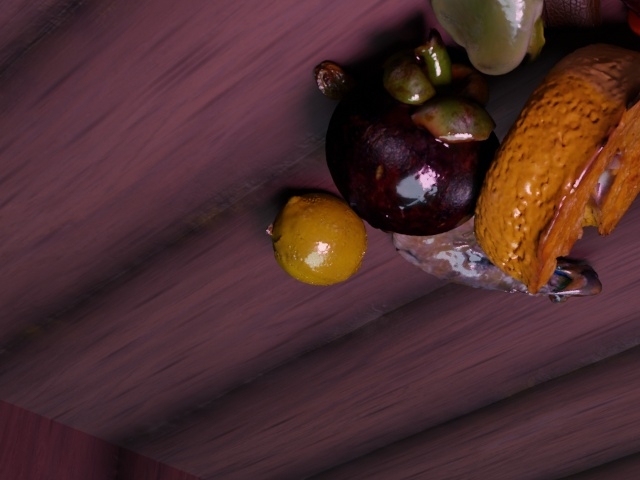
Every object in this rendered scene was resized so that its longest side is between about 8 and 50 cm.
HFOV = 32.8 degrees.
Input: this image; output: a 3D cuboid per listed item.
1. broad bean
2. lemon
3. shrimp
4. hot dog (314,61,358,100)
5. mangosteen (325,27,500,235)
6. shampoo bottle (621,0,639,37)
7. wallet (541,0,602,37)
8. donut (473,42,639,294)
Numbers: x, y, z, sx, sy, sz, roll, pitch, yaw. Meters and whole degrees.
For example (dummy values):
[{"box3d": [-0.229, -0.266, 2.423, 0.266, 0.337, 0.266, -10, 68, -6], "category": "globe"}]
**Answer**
[{"box3d": [0.252, -0.346, 1.613, 0.228, 0.100, 0.169, 41, 141, -24], "category": "broad bean"}, {"box3d": [0.000, 0.000, 2.051, 0.206, 0.173, 0.173, 30, 135, -30], "category": "lemon"}, {"box3d": [0.352, 0.018, 2.141, 0.446, 0.110, 0.221, 19, 132, -17], "category": "shrimp"}, {"box3d": [0.028, -0.262, 1.807, 0.058, 0.035, 0.083, -23, 137, 35], "category": "hot dog"}, {"box3d": [0.151, -0.155, 1.750, 0.311, 0.311, 0.311, 1, 144, 1], "category": "mangosteen"}, {"box3d": [0.539, -0.329, 1.642, 0.278, 0.104, 0.104, 28, 136, -32], "category": "shampoo bottle"}, {"box3d": [0.343, -0.398, 1.609, 0.133, 0.039, 0.243, -5, 142, 14], "category": "wallet"}, {"box3d": [0.404, -0.141, 1.705, 0.163, 0.435, 0.377, 33, 118, 22], "category": "donut"}]
